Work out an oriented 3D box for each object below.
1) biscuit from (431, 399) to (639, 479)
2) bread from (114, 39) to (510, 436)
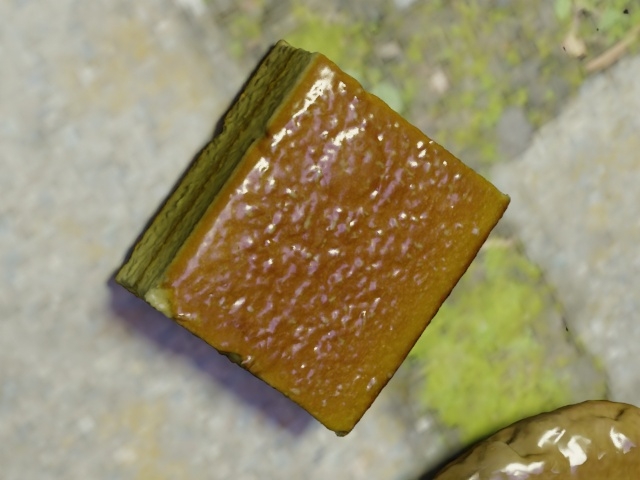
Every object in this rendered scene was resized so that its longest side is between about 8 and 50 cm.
[{"bbox_3d":[0.093,0.164,0.595,0.226,0.042,0.226,-5,102,-24],"label":"biscuit"},{"bbox_3d":[0.000,0.000,0.521,0.090,0.035,0.094,37,85,-27],"label":"bread"}]
